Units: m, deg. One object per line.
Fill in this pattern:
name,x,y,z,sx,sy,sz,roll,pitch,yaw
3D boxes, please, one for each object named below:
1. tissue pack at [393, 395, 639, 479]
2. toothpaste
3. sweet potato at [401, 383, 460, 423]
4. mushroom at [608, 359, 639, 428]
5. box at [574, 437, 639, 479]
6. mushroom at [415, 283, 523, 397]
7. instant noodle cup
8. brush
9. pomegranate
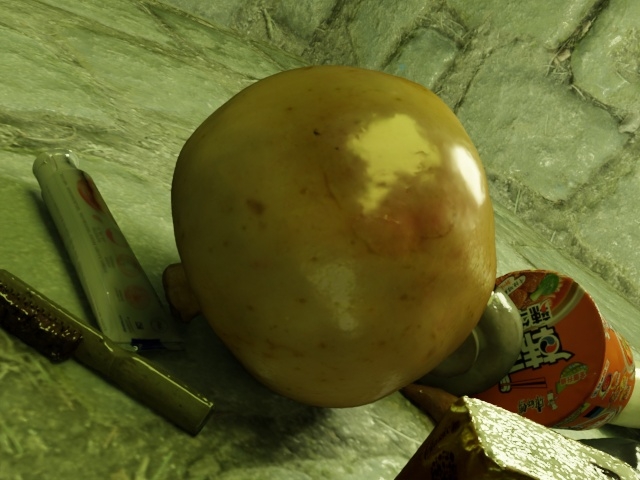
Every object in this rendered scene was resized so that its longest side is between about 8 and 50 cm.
tissue pack,0.127,0.252,0.493,0.183,0.226,0.092,26,22,-14
toothpaste,-0.262,0.008,0.735,0.100,0.066,0.323,13,32,-52
sweet potato,0.181,0.238,0.861,0.195,0.056,0.056,33,19,18
mushroom,0.722,0.286,1.166,0.353,0.352,0.325,17,10,-36
box,0.336,0.359,0.659,0.351,0.090,0.359,3,27,-28
mushroom,0.224,0.158,0.908,0.117,0.188,0.141,38,22,3
instant noodle cup,0.363,0.189,0.991,0.192,0.250,0.250,27,19,-40
brush,-0.215,0.112,0.592,0.248,0.043,0.036,33,27,0
pomegranate,0.000,0.000,0.724,0.412,0.411,0.411,28,21,-12
